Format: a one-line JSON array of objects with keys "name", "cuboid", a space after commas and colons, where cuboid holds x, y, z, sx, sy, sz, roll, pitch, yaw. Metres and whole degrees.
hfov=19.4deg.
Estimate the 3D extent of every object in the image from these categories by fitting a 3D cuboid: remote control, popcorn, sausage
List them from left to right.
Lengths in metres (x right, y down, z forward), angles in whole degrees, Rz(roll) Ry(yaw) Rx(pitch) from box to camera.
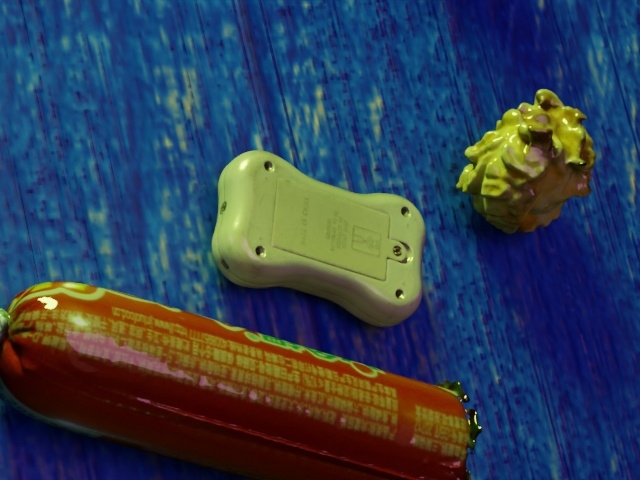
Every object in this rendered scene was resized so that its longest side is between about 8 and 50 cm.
[{"name": "sausage", "cuboid": [-0.049, 0.075, 0.898, 0.264, 0.083, 0.083, 18, 63, -25]}, {"name": "remote control", "cuboid": [0.000, 0.000, 0.985, 0.122, 0.032, 0.074, 19, 63, -26]}, {"name": "popcorn", "cuboid": [0.117, -0.043, 1.049, 0.082, 0.083, 0.057, -33, 63, -15]}]
